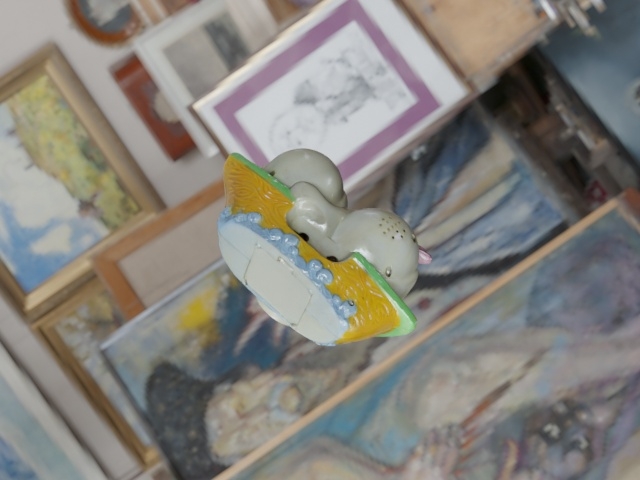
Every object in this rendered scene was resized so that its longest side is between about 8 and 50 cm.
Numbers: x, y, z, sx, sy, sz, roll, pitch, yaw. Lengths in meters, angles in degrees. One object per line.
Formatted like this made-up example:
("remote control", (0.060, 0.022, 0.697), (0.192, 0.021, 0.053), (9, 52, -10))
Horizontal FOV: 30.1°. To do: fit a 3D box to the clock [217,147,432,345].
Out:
("clock", (0.000, 0.000, 1.052), (0.231, 0.144, 0.103), (42, 138, 12))
